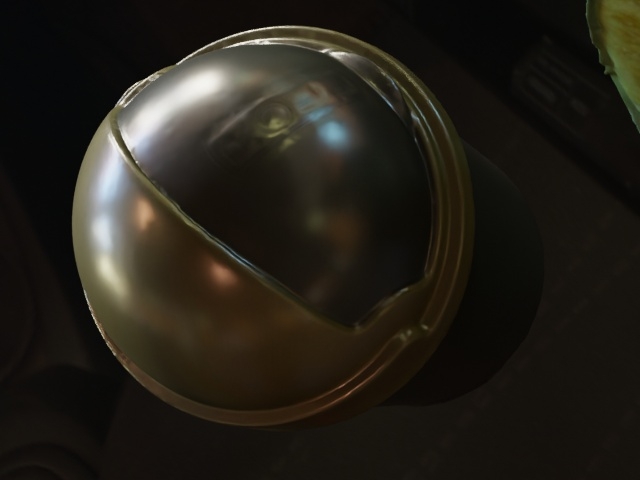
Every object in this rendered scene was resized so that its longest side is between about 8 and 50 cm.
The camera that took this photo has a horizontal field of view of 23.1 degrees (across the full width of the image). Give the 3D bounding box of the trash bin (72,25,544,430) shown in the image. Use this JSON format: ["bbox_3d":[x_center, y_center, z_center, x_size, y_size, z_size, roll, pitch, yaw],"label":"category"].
[{"bbox_3d":[0.000,0.000,0.864,0.214,0.334,0.214,-4,81,25],"label":"trash bin"}]

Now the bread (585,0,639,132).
[{"bbox_3d":[0.249,-0.065,0.689,0.301,0.301,0.045,25,67,29],"label":"bread"}]
